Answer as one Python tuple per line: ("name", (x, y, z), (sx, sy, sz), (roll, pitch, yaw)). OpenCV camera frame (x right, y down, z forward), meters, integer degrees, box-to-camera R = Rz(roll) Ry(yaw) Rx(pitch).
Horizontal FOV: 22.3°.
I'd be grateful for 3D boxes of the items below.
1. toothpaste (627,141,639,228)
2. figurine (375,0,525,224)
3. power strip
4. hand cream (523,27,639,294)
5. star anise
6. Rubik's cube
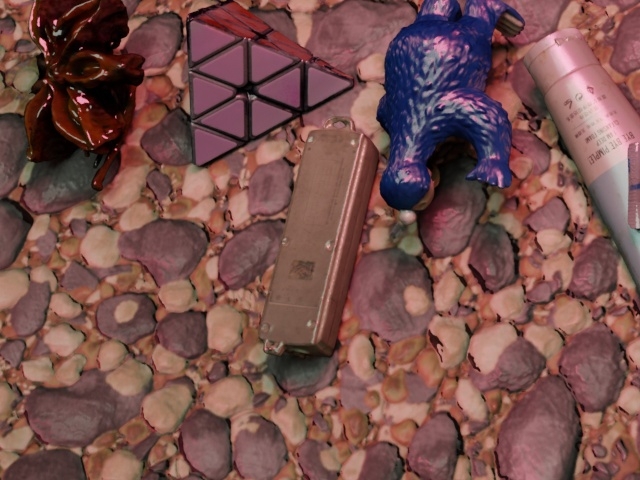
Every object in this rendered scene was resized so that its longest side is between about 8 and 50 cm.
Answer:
("toothpaste", (0.411, -0.057, 1.552), (0.234, 0.057, 0.089), (-1, 72, 15))
("figurine", (0.115, -0.146, 1.693), (0.164, 0.121, 0.262), (-17, 53, 40))
("power strip", (0.000, 0.000, 1.738), (0.078, 0.052, 0.272), (5, 72, 26))
("hand cream", (0.309, -0.072, 1.629), (0.111, 0.070, 0.312), (-30, 69, 10))
("star anise", (-0.281, -0.193, 1.906), (0.190, 0.126, 0.220), (28, 112, 30))
("Rubik's cube", (-0.122, -0.167, 1.816), (0.211, 0.190, 0.178), (36, 105, 35))
